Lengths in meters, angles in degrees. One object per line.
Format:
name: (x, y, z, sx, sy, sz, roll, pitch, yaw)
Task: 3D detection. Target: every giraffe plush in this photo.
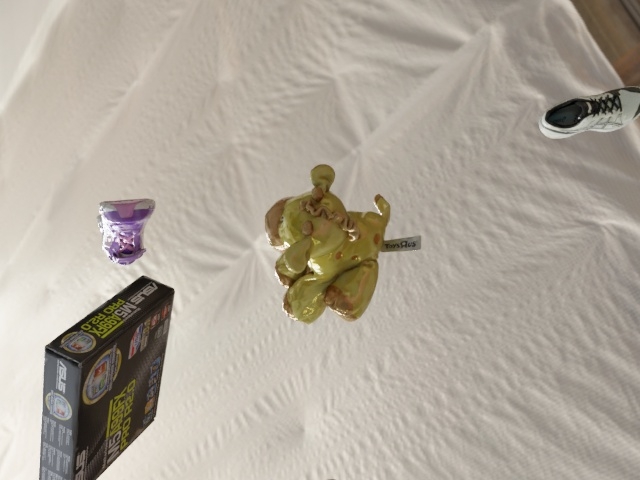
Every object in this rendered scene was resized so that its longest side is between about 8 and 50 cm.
giraffe plush: (0.000, 0.000, 0.932, 0.210, 0.170, 0.182, -24, -121, 23)

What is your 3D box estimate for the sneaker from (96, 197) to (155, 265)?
sneaker: (-0.339, -0.011, 1.266, 0.236, 0.095, 0.105, 155, -68, -69)

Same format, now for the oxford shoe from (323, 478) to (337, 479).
oxford shoe: (-0.114, 0.483, 1.234, 0.348, 0.123, 0.130, -31, -86, 8)

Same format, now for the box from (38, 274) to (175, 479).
box: (-0.307, 0.213, 1.047, 0.060, 0.216, 0.270, 22, -61, 13)

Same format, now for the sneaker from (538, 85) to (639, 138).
sneaker: (0.214, -0.100, 0.567, 0.083, 0.037, 0.032, -17, -98, 17)
